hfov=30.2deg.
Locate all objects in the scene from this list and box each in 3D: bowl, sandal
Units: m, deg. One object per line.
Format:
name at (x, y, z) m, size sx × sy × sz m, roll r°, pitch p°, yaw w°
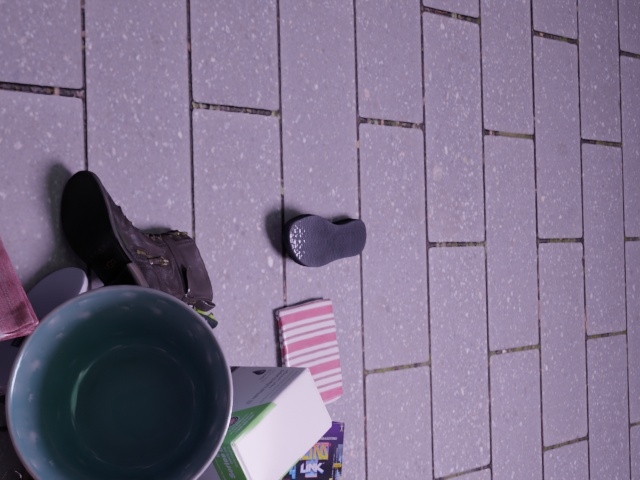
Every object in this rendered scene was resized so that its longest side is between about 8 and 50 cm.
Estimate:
bowl at (-0.273, 0.230, 1.689) m, size 0.163 × 0.311 × 0.312 m, roll 86°, pitch 13°, yaw -77°
sandal at (0.000, 0.001, 2.221) m, size 0.254 × 0.054 × 0.097 m, roll 4°, pitch 93°, yaw -58°

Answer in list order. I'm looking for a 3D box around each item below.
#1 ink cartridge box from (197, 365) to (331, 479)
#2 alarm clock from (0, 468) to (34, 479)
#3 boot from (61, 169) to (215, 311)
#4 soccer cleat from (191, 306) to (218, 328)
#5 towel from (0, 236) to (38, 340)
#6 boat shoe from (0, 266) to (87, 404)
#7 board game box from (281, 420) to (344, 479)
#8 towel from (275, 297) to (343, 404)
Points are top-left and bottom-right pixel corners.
ink cartridge box at (-0.153, 0.296, 1.861) m, size 0.198 × 0.272 × 0.115 m, roll -41°, pitch 116°, yaw -42°
alarm clock at (-0.392, 0.360, 1.743) m, size 0.192 × 0.064 × 0.129 m, roll 18°, pitch 75°, yaw -49°
boot at (-0.280, 0.008, 1.869) m, size 0.229 × 0.091 × 0.263 m, roll -13°, pitch 77°, yaw -64°
soccer cleat at (-0.246, 0.132, 1.929) m, size 0.179 × 0.060 × 0.072 m, roll 17°, pitch 85°, yaw -40°
towel at (-0.545, 0.045, 1.529) m, size 0.329 × 0.037 × 0.237 m, roll -13°, pitch 72°, yaw -46°
boat shoe at (-0.407, 0.143, 1.733) m, size 0.076 × 0.080 × 0.228 m, roll 76°, pitch 33°, yaw -49°
board game box at (-0.029, 0.400, 2.167) m, size 0.170 × 0.048 × 0.141 m, roll 10°, pitch 82°, yaw -48°
towel at (-0.023, 0.213, 2.199) m, size 0.144 × 0.029 × 0.197 m, roll -9°, pitch 93°, yaw -48°
